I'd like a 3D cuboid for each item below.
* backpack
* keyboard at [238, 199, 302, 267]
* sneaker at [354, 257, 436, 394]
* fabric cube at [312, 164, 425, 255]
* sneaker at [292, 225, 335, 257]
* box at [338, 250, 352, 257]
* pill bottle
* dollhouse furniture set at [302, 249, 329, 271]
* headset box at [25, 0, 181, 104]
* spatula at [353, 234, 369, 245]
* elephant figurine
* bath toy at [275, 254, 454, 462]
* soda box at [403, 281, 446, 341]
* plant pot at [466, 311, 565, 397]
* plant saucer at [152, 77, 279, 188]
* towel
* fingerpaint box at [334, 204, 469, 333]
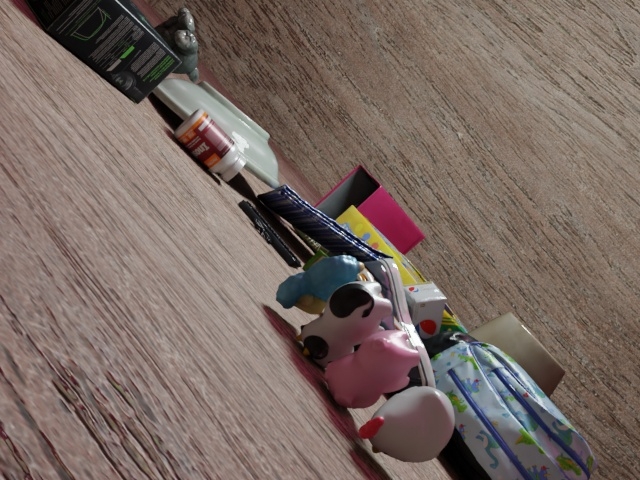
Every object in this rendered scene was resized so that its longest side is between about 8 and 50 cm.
[{"bbox_3d":[0.344,0.364,1.498,0.355,0.273,0.290,-102,166,-53],"label":"backpack"},{"bbox_3d":[-0.108,-0.016,1.699,0.180,0.023,0.108,48,6,16],"label":"keyboard"},{"bbox_3d":[0.117,0.192,1.527,0.126,0.127,0.321,114,-37,-58],"label":"sneaker"},{"bbox_3d":[0.155,-0.057,2.728,0.258,0.254,0.259,47,5,-25],"label":"fabric cube"},{"bbox_3d":[0.000,0.000,2.140,0.192,0.064,0.086,46,0,-40],"label":"sneaker"},{"bbox_3d":[0.055,0.079,1.927,0.052,0.083,0.062,42,8,-41],"label":"box"},{"bbox_3d":[-0.234,-0.202,1.705,0.152,0.086,0.086,45,6,-17],"label":"pill bottle"},{"bbox_3d":[0.027,0.095,1.749,0.152,0.058,0.076,51,7,34],"label":"dollhouse furniture set"},{"bbox_3d":[-0.439,-0.439,1.582,0.246,0.131,0.283,51,7,34],"label":"headset box"},{"bbox_3d":[-0.008,-0.047,2.047,0.296,0.030,0.084,28,-12,12],"label":"spatula"},{"bbox_3d":[-0.427,-0.478,1.940,0.169,0.239,0.186,161,-84,-76],"label":"elephant figurine"},{"bbox_3d":[0.054,0.174,1.135,0.129,0.151,0.348,-3,39,-29],"label":"bath toy"},{"bbox_3d":[0.192,0.191,1.614,0.069,0.074,0.216,-124,-145,-52],"label":"soda box"},{"bbox_3d":[0.405,0.327,1.869,0.323,0.280,0.323,46,7,-7],"label":"plant pot"},{"bbox_3d":[-0.234,-0.285,1.938,0.400,0.100,0.400,39,4,-3],"label":"plant saucer"},{"bbox_3d":[0.009,-0.028,1.953,0.336,0.040,0.243,35,-11,-14],"label":"towel"},{"bbox_3d":[0.224,0.152,2.266,0.371,0.163,0.445,43,7,-38],"label":"fingerpaint box"}]
